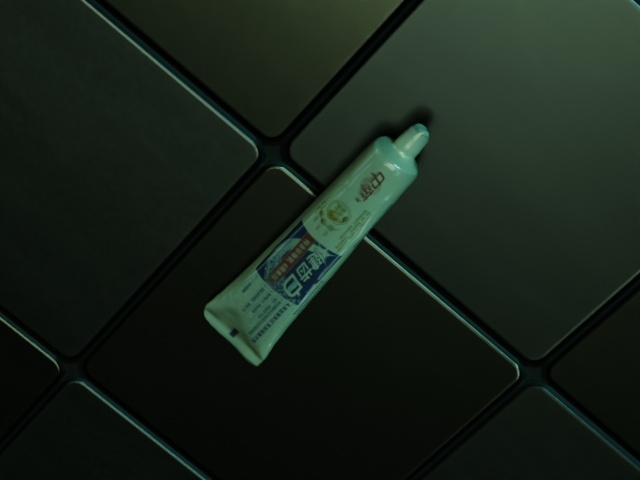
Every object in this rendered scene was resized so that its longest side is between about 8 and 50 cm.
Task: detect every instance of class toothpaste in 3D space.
[{"bbox_3d":[0.000,0.000,1.067,0.060,0.038,0.233,40,119,-5],"label":"toothpaste"}]
